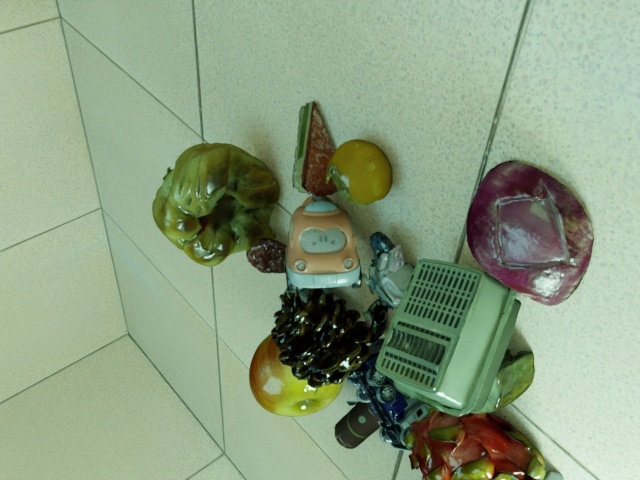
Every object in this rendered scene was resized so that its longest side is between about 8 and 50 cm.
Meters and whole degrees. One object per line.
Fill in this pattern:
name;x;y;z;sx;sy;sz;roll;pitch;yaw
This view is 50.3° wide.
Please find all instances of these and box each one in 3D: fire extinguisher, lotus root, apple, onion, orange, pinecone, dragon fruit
fire extinguisher;0.141;0.489;1.968;0.141;0.105;0.341;67;147;27
lotus root;0.348;0.295;1.469;0.235;0.119;0.138;-14;103;57
apple;-0.071;0.388;2.030;0.286;0.286;0.233;106;157;-51
onion;0.353;-0.006;1.225;0.250;0.111;0.247;45;148;29
orange;0.081;-0.146;1.496;0.156;0.134;0.157;31;128;50
pinecone;-0.008;0.241;1.674;0.257;0.243;0.243;31;169;-37
dragon fruit;0.345;0.490;1.542;0.307;0.227;0.243;46;110;35

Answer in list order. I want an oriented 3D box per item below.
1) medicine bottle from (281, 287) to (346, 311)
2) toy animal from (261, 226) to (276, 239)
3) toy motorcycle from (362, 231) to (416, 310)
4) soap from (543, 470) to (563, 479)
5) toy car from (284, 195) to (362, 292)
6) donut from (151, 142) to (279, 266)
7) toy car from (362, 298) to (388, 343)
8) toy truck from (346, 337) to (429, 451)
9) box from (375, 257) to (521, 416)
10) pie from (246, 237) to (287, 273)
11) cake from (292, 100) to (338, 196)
medicine bottle;0.002;0.203;1.901;0.215;0.135;0.135;34;140;39
toy animal;-0.204;-0.055;2.080;0.159;0.083;0.070;62;179;19
toy motorcycle;0.194;0.104;1.565;0.204;0.108;0.239;39;168;40
soap;0.516;0.700;1.528;0.302;0.159;0.258;50;146;16
toy car;0.000;0.000;1.645;0.270;0.180;0.212;-105;12;-74
donut;-0.283;-0.105;1.869;0.170;0.360;0.360;39;144;44
toy car;0.144;0.211;1.758;0.055;0.069;0.142;37;142;30
toy truck;0.195;0.395;1.757;0.268;0.155;0.124;61;150;-6
box;0.257;0.188;1.355;0.166;0.291;0.220;29;170;-36
pie;-0.147;0.049;2.023;0.154;0.036;0.154;7;138;6
cake;-0.032;-0.207;1.628;0.086;0.116;0.220;3;118;62
